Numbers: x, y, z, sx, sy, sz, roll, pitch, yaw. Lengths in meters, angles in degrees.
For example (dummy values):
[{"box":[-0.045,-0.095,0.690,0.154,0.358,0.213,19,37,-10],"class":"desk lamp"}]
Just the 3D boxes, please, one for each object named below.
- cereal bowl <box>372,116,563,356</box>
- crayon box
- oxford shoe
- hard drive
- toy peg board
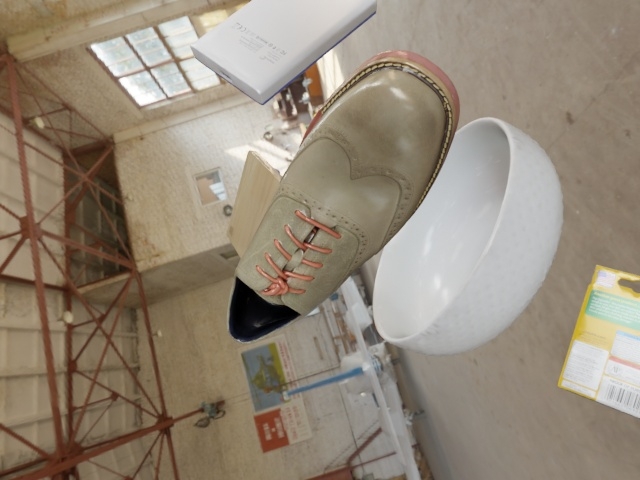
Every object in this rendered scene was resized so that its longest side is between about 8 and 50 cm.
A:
[{"box":[0.211,0.010,0.632,0.339,0.141,0.339,-156,90,-82],"class":"cereal bowl"},{"box":[0.739,0.247,1.094,0.083,0.203,0.323,27,-98,-60],"class":"crayon box"},{"box":[0.000,0.000,0.404,0.130,0.122,0.348,-59,1,-41],"class":"oxford shoe"},{"box":[-0.071,-0.421,0.887,0.210,0.318,0.040,39,163,23],"class":"hard drive"},{"box":[-0.075,-0.039,0.722,0.161,0.079,0.161,47,124,49],"class":"toy peg board"}]
